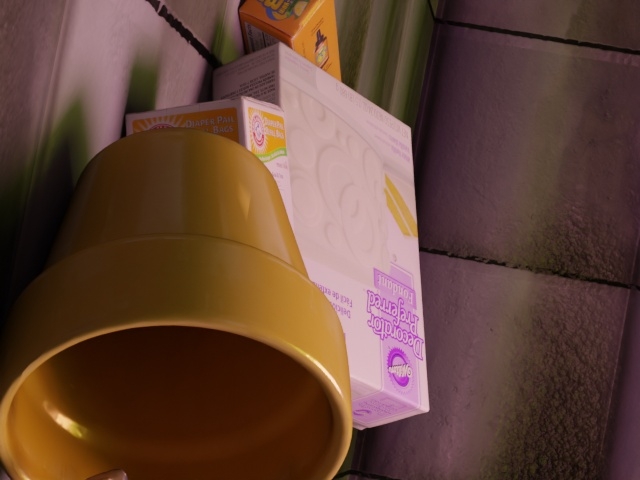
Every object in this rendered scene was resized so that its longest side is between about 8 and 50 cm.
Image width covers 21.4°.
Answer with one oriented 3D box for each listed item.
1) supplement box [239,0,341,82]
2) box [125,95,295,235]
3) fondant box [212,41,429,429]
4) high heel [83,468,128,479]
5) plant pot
[{"bbox_3d":[-0.030,-0.204,1.873,0.078,0.080,0.233,-54,165,-20],"label":"supplement box"},{"bbox_3d":[-0.090,-0.013,1.444,0.103,0.114,0.203,6,79,-71],"label":"box"},{"bbox_3d":[0.000,0.000,1.701,0.238,0.096,0.330,28,53,-47],"label":"fondant box"},{"bbox_3d":[-0.208,0.291,1.182,0.261,0.093,0.186,-50,152,-26],"label":"high heel"},{"bbox_3d":[-0.106,0.054,1.249,0.239,0.254,0.254,-92,-177,-45],"label":"plant pot"}]
